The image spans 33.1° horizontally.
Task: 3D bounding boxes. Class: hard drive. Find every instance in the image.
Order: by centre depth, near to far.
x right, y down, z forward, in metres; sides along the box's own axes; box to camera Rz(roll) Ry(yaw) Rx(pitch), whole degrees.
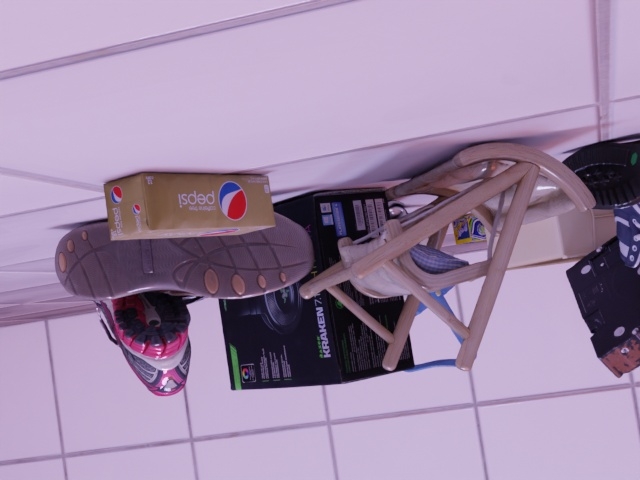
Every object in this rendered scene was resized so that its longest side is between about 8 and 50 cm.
[{"bbox_3d":[0.538,0.030,1.597,0.339,0.064,0.237,-39,-155,20],"label":"hard drive"}]

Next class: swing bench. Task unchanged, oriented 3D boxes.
[{"bbox_3d":[0.137,0.006,1.246,0.254,0.165,0.253,-50,-173,-16],"label":"swing bench"}]

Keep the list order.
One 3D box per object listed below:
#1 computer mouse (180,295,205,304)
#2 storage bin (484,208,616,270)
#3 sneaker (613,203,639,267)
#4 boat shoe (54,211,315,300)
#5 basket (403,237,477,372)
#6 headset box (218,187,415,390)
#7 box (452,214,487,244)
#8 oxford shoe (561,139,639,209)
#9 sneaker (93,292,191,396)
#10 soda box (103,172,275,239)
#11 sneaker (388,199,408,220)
[{"bbox_3d":[-0.180,0.078,1.994,0.188,0.072,0.272,-14,-172,9],"label":"computer mouse"},{"bbox_3d":[0.455,-0.029,1.884,0.260,0.123,0.262,-7,175,-20],"label":"storage bin"},{"bbox_3d":[0.473,-0.045,1.486,0.099,0.153,0.282,-8,175,-2],"label":"sneaker"},{"bbox_3d":[-0.165,0.014,1.361,0.324,0.123,0.116,0,180,8],"label":"boat shoe"},{"bbox_3d":[0.158,0.122,2.070,0.201,0.289,0.255,-38,-172,-30],"label":"basket"},{"bbox_3d":[-0.025,0.074,1.488,0.131,0.246,0.283,-6,176,-37],"label":"headset box"},{"bbox_3d":[0.347,-0.028,2.126,0.169,0.054,0.059,-7,176,-27],"label":"box"},{"bbox_3d":[0.393,-0.086,1.297,0.227,0.083,0.096,-11,180,38],"label":"oxford shoe"},{"bbox_3d":[-0.254,0.092,1.466,0.121,0.112,0.299,-13,-144,-15],"label":"sneaker"},{"bbox_3d":[-0.130,-0.035,1.098,0.061,0.058,0.181,-12,175,39],"label":"soda box"},{"bbox_3d":[0.110,-0.013,1.645,0.226,0.086,0.163,-4,176,-37],"label":"sneaker"}]
